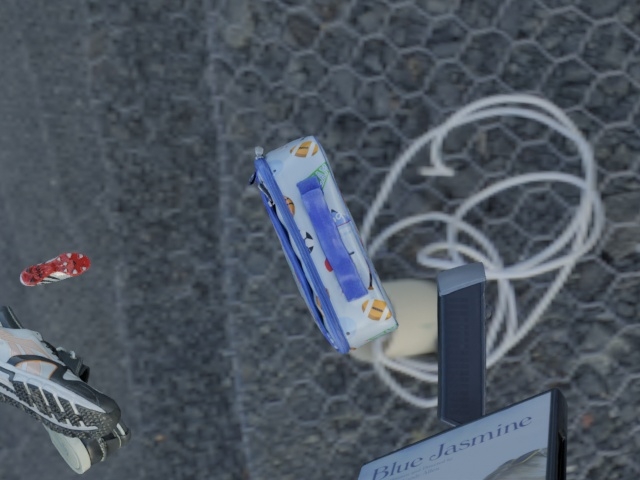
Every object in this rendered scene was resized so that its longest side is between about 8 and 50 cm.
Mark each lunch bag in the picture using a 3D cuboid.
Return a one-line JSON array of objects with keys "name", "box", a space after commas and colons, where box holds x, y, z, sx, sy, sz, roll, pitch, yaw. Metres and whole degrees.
[{"name": "lunch bag", "box": [0.000, 0.000, 1.929, 0.115, 0.243, 0.303, -25, 93, -1]}]

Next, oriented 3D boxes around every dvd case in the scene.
[{"name": "dvd case", "box": [0.094, 0.197, 1.041, 0.180, 0.253, 0.022, -25, 102, 17]}]

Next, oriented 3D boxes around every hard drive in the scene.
[{"name": "hard drive", "box": [0.148, 0.108, 1.477, 0.054, 0.255, 0.171, 0, 91, 5]}]

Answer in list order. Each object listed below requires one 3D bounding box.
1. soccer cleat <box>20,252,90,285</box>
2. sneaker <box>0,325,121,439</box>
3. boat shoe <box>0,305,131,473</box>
[{"name": "soccer cleat", "box": [-0.307, 0.034, 1.642, 0.036, 0.083, 0.029, -24, 84, 65]}, {"name": "sneaker", "box": [-0.149, 0.069, 0.752, 0.109, 0.043, 0.040, 21, 141, 21]}, {"name": "boat shoe", "box": [-0.308, 0.163, 1.652, 0.233, 0.079, 0.084, 49, 155, 23]}]
